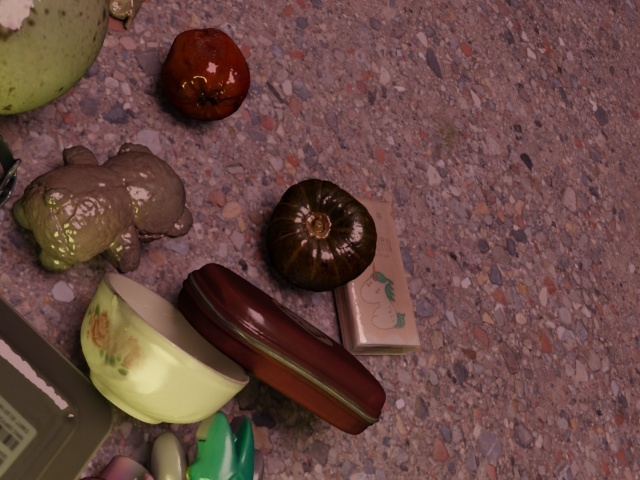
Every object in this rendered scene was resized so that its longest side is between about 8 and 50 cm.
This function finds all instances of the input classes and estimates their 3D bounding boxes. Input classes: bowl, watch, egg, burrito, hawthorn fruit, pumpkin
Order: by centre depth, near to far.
[{"bbox_3d":[-0.557,-0.103,1.310,0.206,0.068,0.193,-23,89,-41],"label":"watch"},{"bbox_3d":[-0.257,0.183,1.328,0.277,0.277,0.145,37,92,-22],"label":"bowl"},{"bbox_3d":[-0.478,-0.348,1.333,0.287,0.287,0.379,37,44,-21],"label":"egg"},{"bbox_3d":[-0.222,-0.313,1.645,0.173,0.174,0.179,-17,56,-44],"label":"hawthorn fruit"},{"bbox_3d":[0.000,0.000,1.671,0.218,0.162,0.219,3,71,-7],"label":"pumpkin"},{"bbox_3d":[-0.348,-0.511,1.694,0.058,0.063,0.230,70,36,-53],"label":"burrito"}]

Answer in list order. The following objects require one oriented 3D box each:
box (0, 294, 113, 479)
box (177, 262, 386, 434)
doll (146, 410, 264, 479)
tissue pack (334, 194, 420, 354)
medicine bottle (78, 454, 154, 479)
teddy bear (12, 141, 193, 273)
[{"bbox_3d":[-0.495,0.250,1.146,0.367,0.090,0.373,47,42,-16],"label":"box"},{"bbox_3d":[-0.061,0.182,1.475,0.404,0.263,0.108,37,90,-28],"label":"box"},{"bbox_3d":[-0.188,0.391,1.345,0.195,0.153,0.258,52,52,-28],"label":"doll"},{"bbox_3d":[0.099,0.070,1.783,0.170,0.071,0.326,4,66,-36],"label":"tissue pack"},{"bbox_3d":[-0.321,0.407,1.246,0.119,0.094,0.188,46,47,-12],"label":"medicine bottle"},{"bbox_3d":[-0.349,-0.058,1.404,0.267,0.151,0.236,-23,78,-47],"label":"teddy bear"}]
